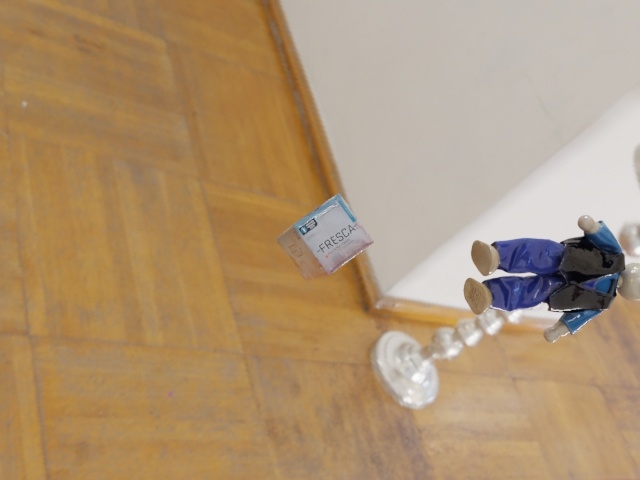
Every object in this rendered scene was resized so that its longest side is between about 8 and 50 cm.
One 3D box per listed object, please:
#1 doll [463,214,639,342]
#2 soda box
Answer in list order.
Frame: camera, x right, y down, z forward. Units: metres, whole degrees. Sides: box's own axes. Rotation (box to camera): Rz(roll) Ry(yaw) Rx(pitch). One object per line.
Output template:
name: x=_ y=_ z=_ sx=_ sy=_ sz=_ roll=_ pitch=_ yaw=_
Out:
doll: x=0.227 y=0.039 z=0.806 sx=0.189 sy=0.129 sz=0.046 roll=1 pitch=20 yaw=-19
soda box: x=0.000 y=0.000 z=0.916 sx=0.058 sy=0.183 sz=0.063 roll=-36 pitch=92 yaw=-10
